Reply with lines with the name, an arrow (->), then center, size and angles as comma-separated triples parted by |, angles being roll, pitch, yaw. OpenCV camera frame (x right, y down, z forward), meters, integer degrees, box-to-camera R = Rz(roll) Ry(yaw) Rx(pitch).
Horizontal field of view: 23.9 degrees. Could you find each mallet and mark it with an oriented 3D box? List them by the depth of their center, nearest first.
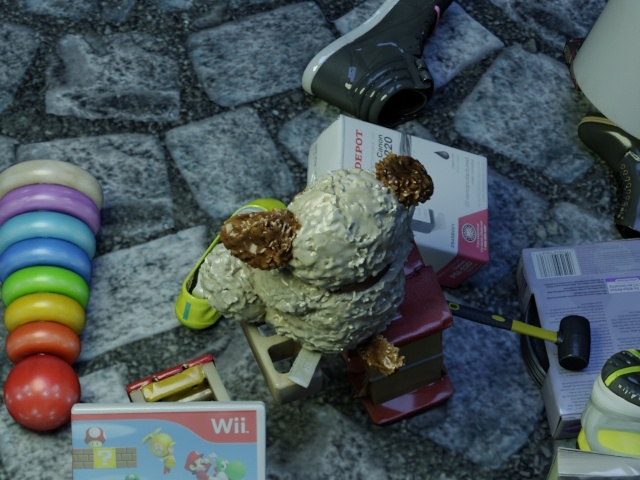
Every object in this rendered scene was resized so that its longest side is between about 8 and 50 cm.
mallet -> 0.233, 0.094, 1.787 | 0.190, 0.039, 0.062 | 22, 54, -5

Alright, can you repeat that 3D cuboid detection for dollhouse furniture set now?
dollhouse furniture set -> -0.036, 0.141, 1.754 | 0.374, 0.201, 0.152 | -20, 58, -9

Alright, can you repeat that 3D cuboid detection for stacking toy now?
stacking toy -> -0.335, 0.071, 1.825 | 0.141, 0.141, 0.330 | -1, 59, -4

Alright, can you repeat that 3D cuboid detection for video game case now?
video game case -> -0.159, 0.312, 1.606 | 0.204, 0.025, 0.285 | -1, 98, -3

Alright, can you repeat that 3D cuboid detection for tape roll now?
tape roll -> 0.483, -0.250, 2.021 | 0.246, 0.169, 0.246 | 17, 36, -13

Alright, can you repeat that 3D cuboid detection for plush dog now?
plush dog -> 0.018, 0.015, 1.577 | 0.262, 0.225, 0.210 | -26, 59, -14

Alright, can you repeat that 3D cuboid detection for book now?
book -> 0.300, 0.284, 1.693 | 0.096, 0.144, 0.035 | 5, 54, 0

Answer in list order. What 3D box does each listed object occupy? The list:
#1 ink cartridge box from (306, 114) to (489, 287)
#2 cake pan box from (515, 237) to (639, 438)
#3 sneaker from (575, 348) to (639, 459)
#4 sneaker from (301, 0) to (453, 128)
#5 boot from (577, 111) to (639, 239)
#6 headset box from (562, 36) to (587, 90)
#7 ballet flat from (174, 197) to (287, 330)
ink cartridge box -> 0.097, -0.048, 1.895 | 0.218, 0.092, 0.158 | 13, 60, -21
cake pan box -> 0.383, 0.116, 1.864 | 0.267, 0.070, 0.245 | -5, 54, -7
sneaker -> 0.471, 0.251, 1.745 | 0.385, 0.147, 0.145 | 22, 28, -8
sneaker -> 0.128, -0.260, 2.105 | 0.296, 0.104, 0.147 | -40, 67, -20
boot -> 0.401, -0.075, 2.004 | 0.198, 0.077, 0.137 | 33, 64, 20
headset box -> 0.386, -0.248, 2.148 | 0.062, 0.032, 0.083 | -6, 53, -7
ballet flat -> -0.106, 0.015, 1.904 | 0.077, 0.077, 0.231 | 26, 57, 16
